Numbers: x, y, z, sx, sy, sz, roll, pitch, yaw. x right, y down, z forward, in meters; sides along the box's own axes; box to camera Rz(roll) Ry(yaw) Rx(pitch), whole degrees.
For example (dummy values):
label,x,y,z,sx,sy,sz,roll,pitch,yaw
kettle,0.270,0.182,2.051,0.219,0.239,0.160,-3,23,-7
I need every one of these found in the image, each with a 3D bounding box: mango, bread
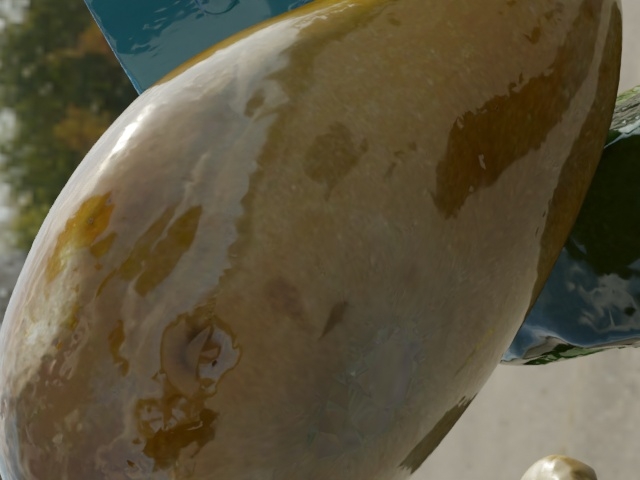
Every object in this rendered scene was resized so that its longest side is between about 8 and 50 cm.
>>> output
label,x,y,z,sx,sy,sz,roll,pitch,yaw
mango,0.000,0.000,0.865,0.384,0.199,0.221,-49,-49,-16
bread,0.247,-0.052,1.094,0.129,0.382,0.366,66,-156,-2

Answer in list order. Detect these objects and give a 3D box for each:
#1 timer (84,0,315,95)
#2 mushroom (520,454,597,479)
label,x,y,z,sx,sy,sz,roll,pitch,yaw
timer,-0.019,-0.189,1.122,0.232,0.250,0.091,61,-174,-31
mushroom,0.270,0.280,1.274,0.095,0.351,0.123,-52,-1,34
